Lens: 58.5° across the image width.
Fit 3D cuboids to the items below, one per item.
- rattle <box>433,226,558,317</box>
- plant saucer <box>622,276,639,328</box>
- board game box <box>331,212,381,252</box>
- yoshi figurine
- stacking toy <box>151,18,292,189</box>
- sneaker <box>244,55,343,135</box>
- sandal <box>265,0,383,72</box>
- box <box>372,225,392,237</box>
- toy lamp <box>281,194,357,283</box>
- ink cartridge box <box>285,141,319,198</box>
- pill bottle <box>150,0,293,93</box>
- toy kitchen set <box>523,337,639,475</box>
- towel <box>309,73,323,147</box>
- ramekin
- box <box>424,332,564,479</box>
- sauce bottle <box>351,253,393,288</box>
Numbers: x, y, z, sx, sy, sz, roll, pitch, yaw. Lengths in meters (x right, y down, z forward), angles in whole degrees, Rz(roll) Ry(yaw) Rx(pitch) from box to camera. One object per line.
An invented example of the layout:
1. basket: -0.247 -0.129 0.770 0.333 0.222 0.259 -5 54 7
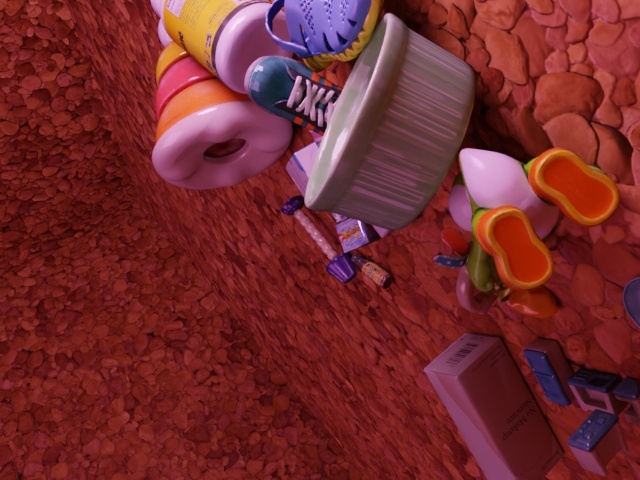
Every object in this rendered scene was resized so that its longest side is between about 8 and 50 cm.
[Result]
1. rattle: 0.293 0.063 0.962 0.143 0.130 0.199 48 176 47
2. plant saucer: 0.483 0.095 0.792 0.119 0.021 0.119 43 154 27
3. board game box: 0.070 -0.057 1.226 0.194 0.060 0.194 60 -160 -10
4. yoshi figurine: 0.281 -0.022 0.802 0.362 0.203 0.203 -69 -19 -82
5. stacking toy: -0.298 -0.402 1.450 0.350 0.350 0.480 119 134 -65
6. sneaker: 0.006 -0.245 1.032 0.121 0.302 0.108 31 103 42
7. sandal: 0.000 -0.364 0.933 0.138 0.126 0.317 23 171 -22
8. box: 0.147 -0.078 1.134 0.087 0.102 0.101 54 157 13
9. toy lamp: 0.000 0.000 1.578 0.274 0.080 0.080 53 158 14
10. ink cartridge box: -0.026 -0.166 1.395 0.104 0.060 0.180 58 170 -4
11. pill bottle: -0.223 -0.472 1.233 0.334 0.188 0.188 43 155 30
12. toy kitchen set: 0.419 0.274 0.976 0.122 0.166 0.207 60 157 -11
13. towel: 0.005 -0.271 1.263 0.197 0.029 0.144 62 160 -14
14. ramekin: 0.101 -0.163 0.859 0.148 0.303 0.303 22 159 -9
15. box: 0.374 0.369 1.232 0.311 0.148 0.121 58 157 -9
16. sauce bottle: 0.129 0.076 1.461 0.128 0.042 0.042 35 150 39
